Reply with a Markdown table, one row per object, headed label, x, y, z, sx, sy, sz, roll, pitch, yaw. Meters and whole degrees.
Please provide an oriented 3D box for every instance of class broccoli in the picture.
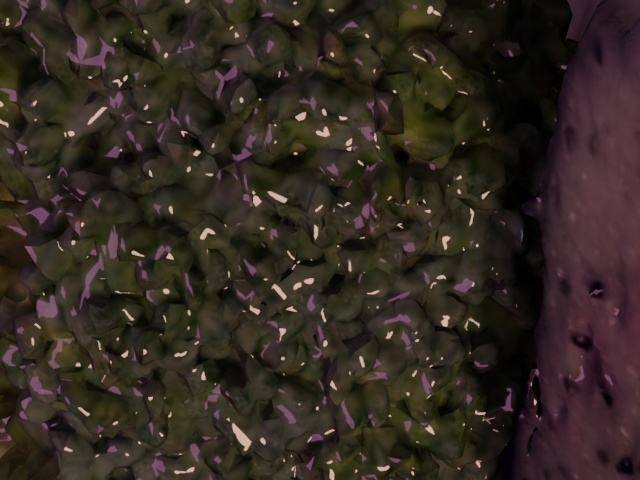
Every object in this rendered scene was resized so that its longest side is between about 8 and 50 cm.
| label | x | y | z | sx | sy | sz | roll | pitch | yaw |
| --- | --- | --- | --- | --- | --- | --- | --- | --- | --- |
| broccoli | 0.012 | 0.018 | 0.572 | 0.338 | 0.317 | 0.277 | 33 | 93 | 3 |

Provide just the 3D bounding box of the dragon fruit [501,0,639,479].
| label | x | y | z | sx | sy | sz | roll | pitch | yaw |
| --- | --- | --- | --- | --- | --- | --- | --- | --- | --- |
| dragon fruit | 0.185 | 0.066 | 0.408 | 0.221 | 0.204 | 0.283 | 39 | 137 | 50 |
